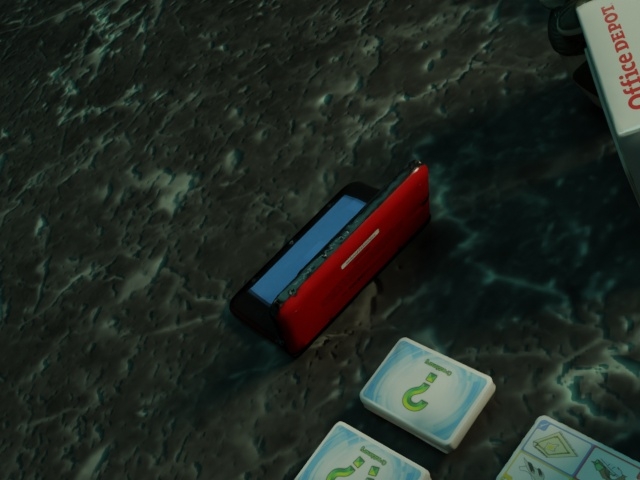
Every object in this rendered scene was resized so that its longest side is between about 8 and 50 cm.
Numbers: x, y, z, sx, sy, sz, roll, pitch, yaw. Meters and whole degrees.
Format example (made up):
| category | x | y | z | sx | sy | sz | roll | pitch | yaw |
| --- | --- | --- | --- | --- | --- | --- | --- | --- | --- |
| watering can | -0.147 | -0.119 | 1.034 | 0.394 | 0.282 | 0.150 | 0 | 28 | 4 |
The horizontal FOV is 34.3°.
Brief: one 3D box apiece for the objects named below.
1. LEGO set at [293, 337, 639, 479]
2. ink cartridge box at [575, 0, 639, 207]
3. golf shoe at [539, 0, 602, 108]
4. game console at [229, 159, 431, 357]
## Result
| category | x | y | z | sx | sy | sz | roll | pitch | yaw |
| --- | --- | --- | --- | --- | --- | --- | --- | --- | --- |
| LEGO set | 0.070 | 0.155 | 0.538 | 0.244 | 0.060 | 0.182 | 24 | 69 | 45 |
| ink cartridge box | 0.256 | -0.085 | 0.600 | 0.176 | 0.127 | 0.128 | -17 | 43 | 18 |
| golf shoe | 0.284 | -0.177 | 0.680 | 0.272 | 0.120 | 0.105 | -17 | 46 | 17 |
| game console | 0.000 | 0.000 | 0.721 | 0.085 | 0.124 | 0.144 | 39 | 75 | 21 |
